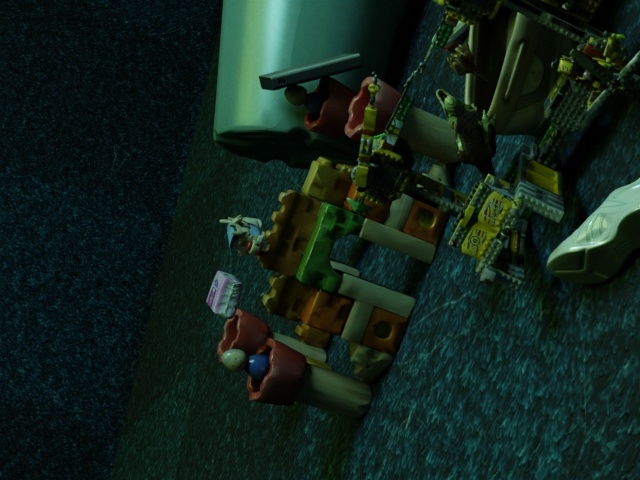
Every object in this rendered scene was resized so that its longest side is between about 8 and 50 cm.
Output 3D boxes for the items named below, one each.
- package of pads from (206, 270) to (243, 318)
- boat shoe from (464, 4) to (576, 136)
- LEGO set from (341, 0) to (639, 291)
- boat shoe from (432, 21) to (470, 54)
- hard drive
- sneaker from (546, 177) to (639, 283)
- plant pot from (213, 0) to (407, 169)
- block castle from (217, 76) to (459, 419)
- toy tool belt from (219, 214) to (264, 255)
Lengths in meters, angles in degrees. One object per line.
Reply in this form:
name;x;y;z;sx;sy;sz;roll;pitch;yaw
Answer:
package of pads;-0.125;0.071;1.435;0.083;0.032;0.050;-155;85;-76
boat shoe;0.215;-0.285;1.195;0.122;0.110;0.341;8;100;63
LEGO set;0.165;-0.112;1.087;0.331;0.255;0.192;-55;4;25
boat shoe;0.208;-0.326;1.544;0.137;0.043;0.049;-58;19;29
hard drive;-0.015;-0.245;1.592;0.094;0.135;0.022;-148;43;-73
sneaker;0.270;-0.009;1.015;0.152;0.054;0.061;-41;24;46
plant pot;-0.029;-0.305;1.804;0.341;0.341;0.334;165;116;-69
block castle;0.000;0.000;1.531;0.453;0.213;0.303;-69;18;2
toy tool belt;-0.104;-0.006;1.411;0.083;0.051;0.052;-112;42;-69
